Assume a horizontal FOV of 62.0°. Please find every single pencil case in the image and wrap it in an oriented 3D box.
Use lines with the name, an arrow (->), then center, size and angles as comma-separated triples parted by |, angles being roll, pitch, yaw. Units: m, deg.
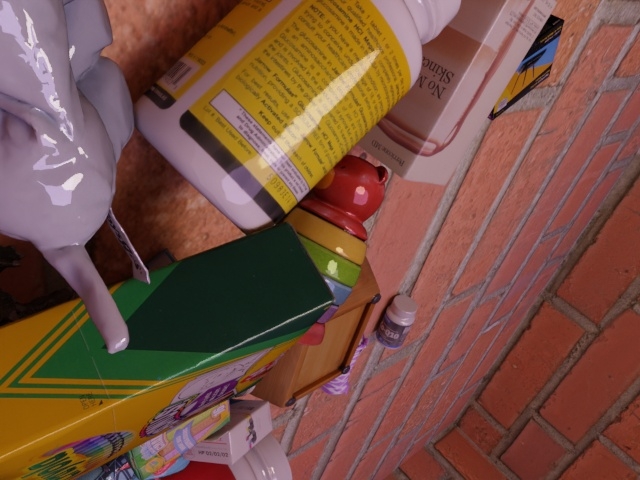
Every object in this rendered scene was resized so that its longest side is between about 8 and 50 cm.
pencil case -> 0.051, 0.286, 1.280 | 0.086, 0.088, 0.206 | -70, 177, -49

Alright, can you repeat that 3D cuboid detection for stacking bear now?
stacking bear -> 0.000, 0.000, 0.829 | 0.164, 0.175, 0.288 | 28, 92, -35

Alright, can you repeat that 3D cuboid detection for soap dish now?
soap dish -> -0.012, 0.184, 1.057 | 0.229, 0.118, 0.290 | -18, 137, -40

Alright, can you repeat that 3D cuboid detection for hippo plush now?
hippo plush -> -0.272, -0.084, 0.380 | 0.237, 0.234, 0.294 | -9, 111, -7

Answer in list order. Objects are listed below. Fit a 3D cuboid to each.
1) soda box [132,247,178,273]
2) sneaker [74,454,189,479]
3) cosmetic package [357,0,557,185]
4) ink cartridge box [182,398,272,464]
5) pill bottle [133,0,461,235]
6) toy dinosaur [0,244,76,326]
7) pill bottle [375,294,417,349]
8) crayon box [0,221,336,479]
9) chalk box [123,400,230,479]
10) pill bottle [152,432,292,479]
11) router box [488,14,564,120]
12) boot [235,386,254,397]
soda box -> -0.195, 0.090, 0.773 | 0.058, 0.063, 0.183 | -38, 149, -14
sneaker -> -0.327, 0.350, 0.901 | 0.262, 0.104, 0.125 | -5, 114, -56
cosmetic package -> 0.176, -0.245, 0.771 | 0.129, 0.153, 0.296 | -2, 126, -49
ink cartridge box -> -0.176, 0.345, 0.953 | 0.181, 0.105, 0.061 | -11, 96, -66
pill bottle -> -0.017, -0.178, 0.566 | 0.334, 0.188, 0.188 | -45, 149, -4
toy dinosaur -> -0.366, 0.089, 0.497 | 0.314, 0.121, 0.160 | -5, 136, -45
pill bottle -> 0.201, 0.213, 1.395 | 0.078, 0.078, 0.137 | -19, 139, -39
crayon box -> -0.189, 0.150, 0.592 | 0.313, 0.106, 0.363 | -23, 163, -29
chalk box -> -0.263, 0.262, 0.820 | 0.213, 0.132, 0.132 | -27, 143, -30
pill bottle -> -0.262, 0.520, 1.021 | 0.408, 0.229, 0.229 | -19, 139, -40
router box -> 0.382, -0.334, 1.026 | 0.179, 0.046, 0.133 | -38, 148, -16
boot -> -0.155, 0.240, 0.987 | 0.086, 0.069, 0.190 | -14, 140, -38
